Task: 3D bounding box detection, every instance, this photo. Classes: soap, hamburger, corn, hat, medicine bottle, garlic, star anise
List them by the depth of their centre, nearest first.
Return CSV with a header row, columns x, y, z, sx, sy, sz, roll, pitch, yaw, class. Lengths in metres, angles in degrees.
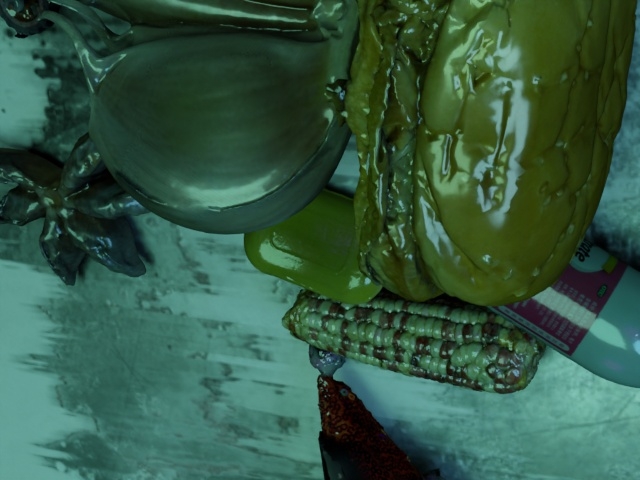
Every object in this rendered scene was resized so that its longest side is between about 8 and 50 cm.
x,y,z,sx,sy,sz,roll,pitch,yaw,class
0.122,-0.094,1.097,0.158,0.318,0.318,13,119,24,hamburger
-0.074,-0.138,1.223,0.292,0.210,0.237,-5,119,19,garlic
0.239,0.066,1.239,0.217,0.090,0.090,32,124,7,medicine bottle
0.077,0.081,1.333,0.237,0.079,0.079,10,118,22,corn
0.000,0.000,1.336,0.140,0.045,0.089,21,87,20,soap
0.035,0.194,1.391,0.129,0.140,0.227,-23,90,23,hat
-0.229,-0.031,1.435,0.208,0.063,0.171,-6,113,28,star anise

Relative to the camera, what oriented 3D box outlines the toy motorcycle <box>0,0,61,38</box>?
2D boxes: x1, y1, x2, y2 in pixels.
x,y,z,sx,sy,sz,roll,pitch,yaw,class
-0.324,-0.256,1.361,0.215,0.080,0.122,19,121,22,toy motorcycle
